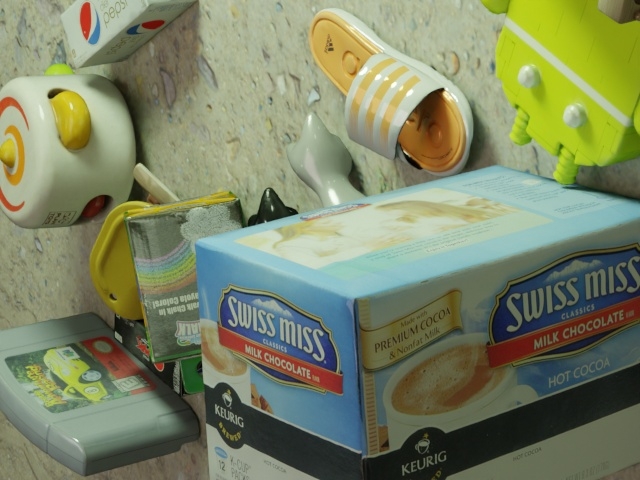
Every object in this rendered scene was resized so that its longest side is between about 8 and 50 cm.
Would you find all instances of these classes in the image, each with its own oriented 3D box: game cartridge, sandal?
[{"bbox_3d":[-0.313,0.191,2.301,0.294,0.196,0.060,38,132,43],"label":"game cartridge"},{"bbox_3d":[0.046,-0.140,1.747,0.265,0.076,0.102,41,134,41],"label":"sandal"}]

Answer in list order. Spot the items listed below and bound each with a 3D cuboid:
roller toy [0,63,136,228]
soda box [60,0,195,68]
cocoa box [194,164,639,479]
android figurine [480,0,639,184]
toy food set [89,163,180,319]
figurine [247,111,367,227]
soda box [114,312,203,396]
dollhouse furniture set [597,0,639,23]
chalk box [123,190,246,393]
[{"bbox_3d":[-0.329,-0.110,2.235,0.209,0.146,0.191,32,121,53],"label":"roller toy"},{"bbox_3d":[-0.229,-0.274,2.113,0.216,0.069,0.074,-27,79,56],"label":"soda box"},{"bbox_3d":[0.100,0.089,1.507,0.231,0.347,0.228,19,117,51],"label":"cocoa box"},{"bbox_3d":[0.224,-0.175,1.491,0.248,0.056,0.273,48,136,35],"label":"android figurine"},{"bbox_3d":[-0.195,0.003,2.167,0.128,0.071,0.218,37,130,7],"label":"toy food set"},{"bbox_3d":[0.000,0.000,1.869,0.209,0.092,0.215,62,144,27],"label":"figurine"},{"bbox_3d":[-0.191,0.129,2.218,0.169,0.060,0.053,36,129,46],"label":"soda box"},{"bbox_3d":[0.306,-0.211,1.266,0.123,0.151,0.144,43,137,39],"label":"dollhouse furniture set"},{"bbox_3d":[-0.138,0.062,2.015,0.132,0.132,0.213,-142,42,-81],"label":"chalk box"}]
